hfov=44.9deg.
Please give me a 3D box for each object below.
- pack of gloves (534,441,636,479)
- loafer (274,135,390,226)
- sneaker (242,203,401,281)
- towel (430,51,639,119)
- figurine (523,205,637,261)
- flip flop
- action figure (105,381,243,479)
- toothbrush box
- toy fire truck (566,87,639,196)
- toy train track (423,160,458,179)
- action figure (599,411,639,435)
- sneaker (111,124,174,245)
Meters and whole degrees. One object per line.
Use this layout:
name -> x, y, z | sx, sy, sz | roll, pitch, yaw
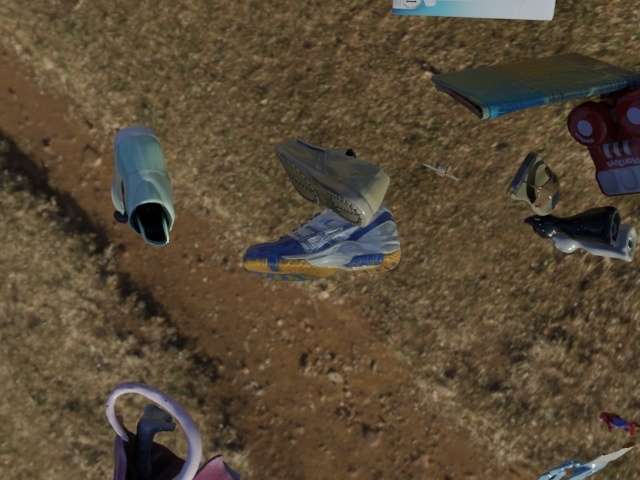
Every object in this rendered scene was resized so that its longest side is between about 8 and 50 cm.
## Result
pack of gloves -> 0.503, 0.464, 1.591 | 0.232, 0.195, 0.046 | 106, 149, -55
loafer -> 0.020, -0.107, 1.257 | 0.268, 0.092, 0.102 | 38, 161, 46
sneaker -> 0.000, 0.000, 1.466 | 0.296, 0.112, 0.131 | -5, 73, 3
towel -> 0.458, -0.337, 1.662 | 0.271, 0.370, 0.040 | -123, 24, -60
figurine -> 0.621, -0.017, 1.852 | 0.209, 0.215, 0.092 | 4, 77, 39
flip flop -> 0.485, -0.111, 1.701 | 0.080, 0.277, 0.112 | 32, 93, 34
action figure -> -0.222, 0.392, 0.869 | 0.248, 0.370, 0.275 | 28, 149, 12
toothbrush box -> 0.285, -0.527, 1.411 | 0.295, 0.126, 0.216 | 5, 122, 11
toy fire truck -> 0.698, -0.220, 1.664 | 0.302, 0.169, 0.254 | -5, 117, 58
toy train track -> 0.155, -0.091, 0.985 | 0.048, 0.083, 0.014 | 26, 94, 6
action figure -> 0.514, 0.315, 1.335 | 0.038, 0.115, 0.030 | 4, 92, -10
sneaker -> -0.265, -0.038, 1.166 | 0.256, 0.094, 0.151 | 101, 157, -61
